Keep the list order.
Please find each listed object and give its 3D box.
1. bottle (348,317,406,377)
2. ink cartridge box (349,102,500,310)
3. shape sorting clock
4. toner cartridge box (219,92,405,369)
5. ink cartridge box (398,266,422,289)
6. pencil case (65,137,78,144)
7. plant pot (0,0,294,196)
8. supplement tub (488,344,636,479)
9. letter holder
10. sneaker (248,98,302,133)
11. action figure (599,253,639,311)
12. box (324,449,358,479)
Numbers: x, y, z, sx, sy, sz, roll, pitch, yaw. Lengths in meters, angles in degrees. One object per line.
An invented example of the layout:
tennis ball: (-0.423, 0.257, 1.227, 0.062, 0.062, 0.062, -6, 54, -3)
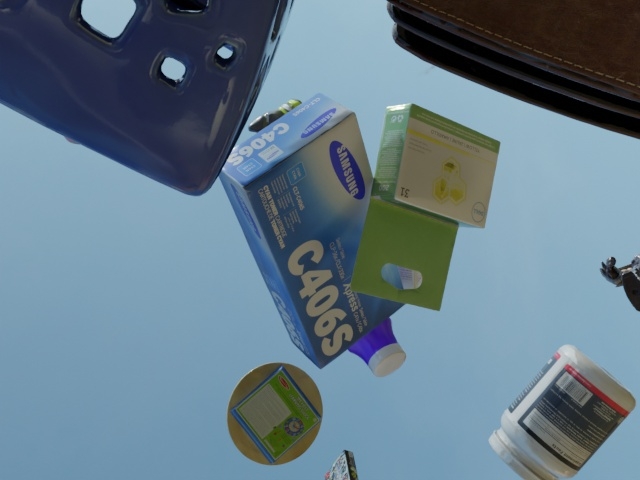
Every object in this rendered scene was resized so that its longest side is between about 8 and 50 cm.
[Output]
bottle: (0.052, 0.117, 1.494, 0.092, 0.118, 0.283, -12, -132, -30)
ink cartridge box: (0.136, -0.035, 1.057, 0.171, 0.056, 0.235, 16, -98, -37)
shape sorting clock: (-0.091, 0.349, 1.684, 0.206, 0.040, 0.206, 0, -90, -21)
toner cartridge box: (0.000, 0.000, 1.075, 0.165, 0.075, 0.348, -37, -44, -17)
ink cartridge box: (0.130, -0.014, 1.245, 0.109, 0.063, 0.150, -42, -44, -57)
pencil case: (-0.478, -0.338, 1.494, 0.386, 0.167, 0.160, 63, -150, -53)
plant pot: (-0.105, -0.203, 0.477, 0.236, 0.212, 0.236, 28, -148, -11)
supplement tub: (0.504, 0.373, 1.748, 0.191, 0.272, 0.191, 38, -172, -6)
letter holder: (0.200, -0.151, 0.599, 0.302, 0.152, 0.214, 20, -117, 7)
sneaker: (-0.065, -0.120, 1.645, 0.121, 0.111, 0.300, -18, -77, -15)
action figure: (0.630, 0.047, 1.587, 0.099, 0.185, 0.285, 60, -159, 5)
box: (0.050, 0.552, 1.872, 0.027, 0.094, 0.137, 23, -156, -19)
